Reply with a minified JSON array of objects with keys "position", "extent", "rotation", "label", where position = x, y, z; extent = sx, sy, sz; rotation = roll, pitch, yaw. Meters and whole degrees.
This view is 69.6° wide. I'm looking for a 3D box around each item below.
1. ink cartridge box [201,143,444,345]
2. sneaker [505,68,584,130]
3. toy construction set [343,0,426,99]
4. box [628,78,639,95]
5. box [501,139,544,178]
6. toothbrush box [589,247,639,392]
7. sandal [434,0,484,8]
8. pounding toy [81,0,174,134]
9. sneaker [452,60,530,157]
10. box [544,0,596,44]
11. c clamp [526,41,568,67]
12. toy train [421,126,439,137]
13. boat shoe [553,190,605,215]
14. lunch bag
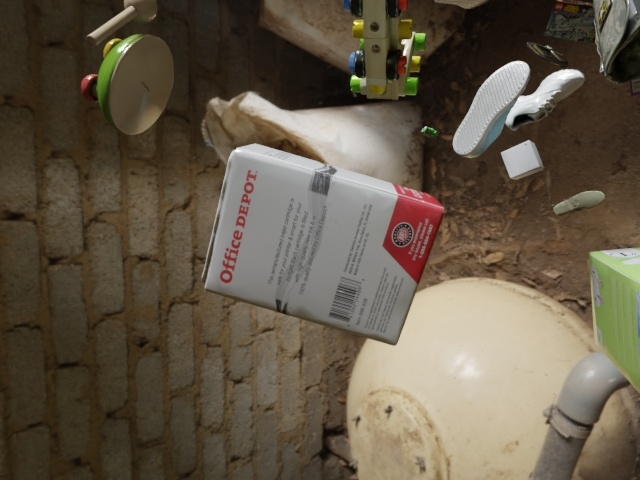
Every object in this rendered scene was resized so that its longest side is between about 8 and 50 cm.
[{"position":[0.000,0.000,0.631],"extent":[0.114,0.272,0.197],"rotation":[-75,2,-74],"label":"ink cartridge box"},{"position":[0.803,-0.494,1.661],"extent":[0.297,0.111,0.130],"rotation":[-32,36,37],"label":"sneaker"},{"position":[0.101,-0.375,0.762],"extent":[0.150,0.328,0.215],"rotation":[-1,48,27],"label":"toy construction set"},{"position":[0.818,-0.551,1.192],"extent":[0.057,0.201,0.294],"rotation":[-6,120,34],"label":"box"},{"position":[0.694,-0.274,1.582],"extent":[0.101,0.087,0.101],"rotation":[-22,80,33],"label":"box"},{"position":[0.389,0.082,0.394],"extent":[0.206,0.283,0.122],"rotation":[-6,97,14],"label":"toothbrush box"},{"position":[0.528,-0.909,1.697],"extent":[0.097,0.254,0.055],"rotation":[3,100,57],"label":"sandal"},{"position":[-0.363,-0.313,0.819],"extent":[0.110,0.183,0.237],"rotation":[24,146,7],"label":"pounding toy"},{"position":[0.622,-0.463,1.667],"extent":[0.135,0.150,0.366],"rotation":[48,115,27],"label":"sneaker"},{"position":[0.687,-0.588,1.235],"extent":[0.136,0.027,0.094],"rotation":[20,143,17],"label":"box"},{"position":[0.656,-0.530,1.310],"extent":[0.161,0.137,0.022],"rotation":[-81,12,-49],"label":"c clamp"},{"position":[0.332,-0.328,1.390],"extent":[0.017,0.083,0.024],"rotation":[52,122,28],"label":"toy train"},{"position":[0.719,-0.107,1.279],"extent":[0.133,0.042,0.049],"rotation":[-25,91,46],"label":"boat shoe"},{"position":[0.622,-0.457,0.831],"extent":[0.287,0.168,0.236],"rotation":[-43,30,55],"label":"lunch bag"}]
